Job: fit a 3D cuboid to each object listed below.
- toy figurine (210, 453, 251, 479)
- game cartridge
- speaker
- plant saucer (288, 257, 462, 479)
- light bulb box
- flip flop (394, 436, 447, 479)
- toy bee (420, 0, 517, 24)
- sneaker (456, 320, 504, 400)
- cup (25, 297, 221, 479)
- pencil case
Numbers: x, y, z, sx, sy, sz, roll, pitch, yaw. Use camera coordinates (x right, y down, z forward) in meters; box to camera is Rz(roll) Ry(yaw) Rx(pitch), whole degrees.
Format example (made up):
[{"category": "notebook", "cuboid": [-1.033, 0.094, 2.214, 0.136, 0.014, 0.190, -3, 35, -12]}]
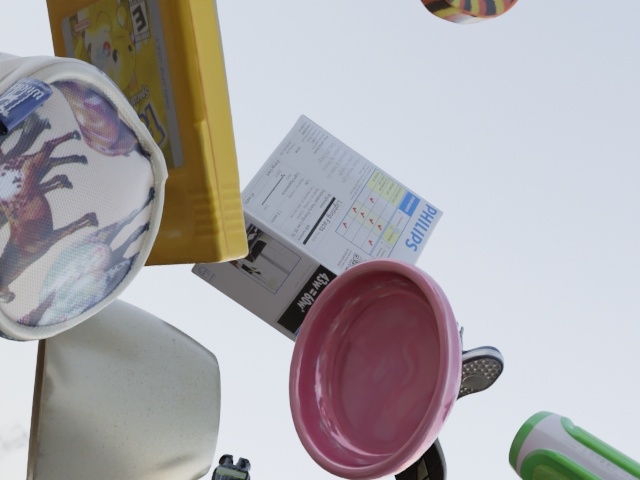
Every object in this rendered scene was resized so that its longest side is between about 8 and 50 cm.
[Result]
[{"category": "toy figurine", "cuboid": [-0.155, 0.452, 1.743, 0.213, 0.148, 0.209, -25, -62, 25]}, {"category": "game cartridge", "cuboid": [-0.190, -0.133, 1.202, 0.285, 0.052, 0.324, -5, -88, 52]}, {"category": "speaker", "cuboid": [0.426, 0.370, 1.717, 0.296, 0.131, 0.131, 30, -40, 41]}, {"category": "plant saucer", "cuboid": [0.090, 0.195, 1.721, 0.332, 0.084, 0.332, -22, -121, 42]}, {"category": "light bulb box", "cuboid": [0.000, 0.000, 2.315, 0.361, 0.358, 0.225, 35, -48, -1]}, {"category": "flip flop", "cuboid": [0.182, 0.368, 2.218, 0.112, 0.080, 0.277, -25, -107, 28]}, {"category": "toy bee", "cuboid": [0.262, -0.349, 1.377, 0.162, 0.298, 0.195, 44, 6, -17]}, {"category": "sneaker", "cuboid": [0.219, 0.176, 1.872, 0.086, 0.163, 0.226, 26, -38, -19]}, {"category": "cup", "cuboid": [-0.265, 0.226, 1.558, 0.331, 0.236, 0.331, -175, -90, -75]}, {"category": "pencil case", "cuboid": [-0.311, -0.056, 0.729, 0.410, 0.183, 0.160, 12, -71, 26]}]
